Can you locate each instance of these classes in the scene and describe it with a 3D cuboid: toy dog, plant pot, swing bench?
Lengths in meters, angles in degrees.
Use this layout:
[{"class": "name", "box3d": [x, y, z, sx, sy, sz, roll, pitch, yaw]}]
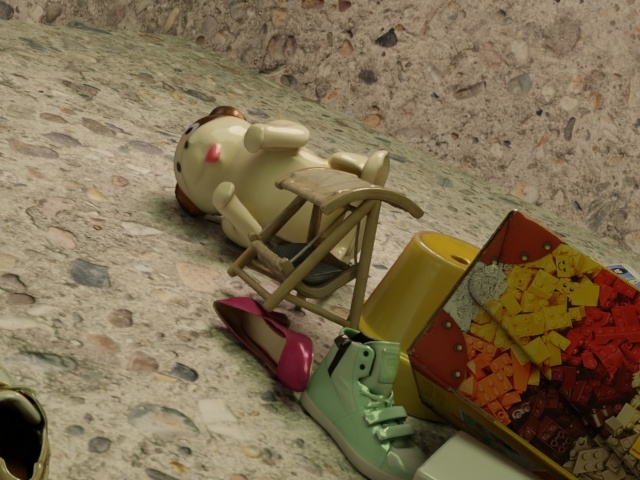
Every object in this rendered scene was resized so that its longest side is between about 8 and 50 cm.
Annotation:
[{"class": "toy dog", "box3d": [-0.091, -0.118, 1.862, 0.408, 0.284, 0.395, 24, 9, 7]}, {"class": "plant pot", "box3d": [0.180, 0.124, 1.530, 0.254, 0.239, 0.254, 20, 19, -7]}, {"class": "swing bench", "box3d": [0.000, 0.000, 1.538, 0.165, 0.254, 0.253, 27, 1, -22]}]

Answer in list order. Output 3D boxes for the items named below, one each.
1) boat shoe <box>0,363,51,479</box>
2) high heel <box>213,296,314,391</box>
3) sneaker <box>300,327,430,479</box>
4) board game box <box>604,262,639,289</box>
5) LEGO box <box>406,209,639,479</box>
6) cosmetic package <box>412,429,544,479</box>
[{"class": "boat shoe", "box3d": [-0.320, 0.192, 0.950, 0.113, 0.103, 0.302, 11, 21, -33]}, {"class": "high heel", "box3d": [-0.086, 0.147, 1.398, 0.117, 0.082, 0.244, 16, 18, -20]}, {"class": "sneaker", "box3d": [0.085, 0.221, 1.274, 0.094, 0.151, 0.256, 4, 27, -49]}, {"class": "board game box", "box3d": [0.438, 0.141, 1.644, 0.302, 0.086, 0.308, -6, 17, 0]}, {"class": "LEGO box", "box3d": [0.313, 0.202, 1.132, 0.372, 0.193, 0.500, 35, -8, 14]}, {"class": "cosmetic package", "box3d": [0.163, 0.341, 0.891, 0.224, 0.224, 0.138, 29, 19, 20]}]
